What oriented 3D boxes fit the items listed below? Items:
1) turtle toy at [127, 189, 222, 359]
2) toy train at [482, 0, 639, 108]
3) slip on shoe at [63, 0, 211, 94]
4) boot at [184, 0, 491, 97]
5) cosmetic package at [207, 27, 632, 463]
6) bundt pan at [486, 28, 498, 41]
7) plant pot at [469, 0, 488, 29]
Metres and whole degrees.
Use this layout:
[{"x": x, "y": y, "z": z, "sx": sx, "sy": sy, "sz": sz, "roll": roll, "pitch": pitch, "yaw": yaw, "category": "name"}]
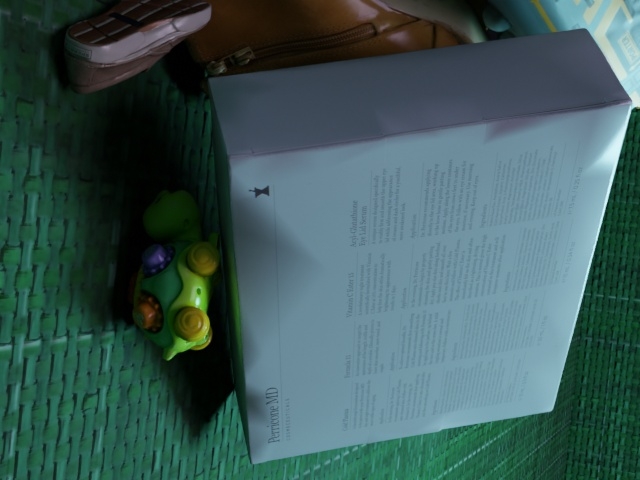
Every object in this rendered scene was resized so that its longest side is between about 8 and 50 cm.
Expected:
[{"x": -0.109, "y": 0.026, "z": 0.880, "sx": 0.095, "sy": 0.066, "sz": 0.130, "roll": 107, "pitch": -8, "yaw": -78, "category": "turtle toy"}, {"x": 0.205, "y": -0.226, "z": 0.908, "sx": 0.190, "sy": 0.142, "sz": 0.334, "roll": -43, "pitch": 140, "yaw": 5, "category": "toy train"}, {"x": -0.126, "y": -0.139, "z": 0.810, "sx": 0.135, "sy": 0.051, "sz": 0.041, "roll": -42, "pitch": 150, "yaw": -51, "category": "slip on shoe"}, {"x": 0.023, "y": -0.137, "z": 0.937, "sx": 0.295, "sy": 0.211, "sz": 0.104, "roll": 52, "pitch": 26, "yaw": -37, "category": "boot"}, {"x": 0.066, "y": 0.021, "z": 0.935, "sx": 0.377, "sy": 0.285, "sz": 0.097, "roll": 91, "pitch": -15, "yaw": -47, "category": "cosmetic package"}, {"x": 0.178, "y": -0.353, "z": 1.416, "sx": 0.331, "sy": 0.124, "sz": 0.330, "roll": 6, "pitch": 90, "yaw": -69, "category": "bundt pan"}, {"x": 0.089, "y": -0.301, "z": 1.036, "sx": 0.203, "sy": 0.291, "sz": 0.291, "roll": -63, "pitch": 155, "yaw": -9, "category": "plant pot"}]
